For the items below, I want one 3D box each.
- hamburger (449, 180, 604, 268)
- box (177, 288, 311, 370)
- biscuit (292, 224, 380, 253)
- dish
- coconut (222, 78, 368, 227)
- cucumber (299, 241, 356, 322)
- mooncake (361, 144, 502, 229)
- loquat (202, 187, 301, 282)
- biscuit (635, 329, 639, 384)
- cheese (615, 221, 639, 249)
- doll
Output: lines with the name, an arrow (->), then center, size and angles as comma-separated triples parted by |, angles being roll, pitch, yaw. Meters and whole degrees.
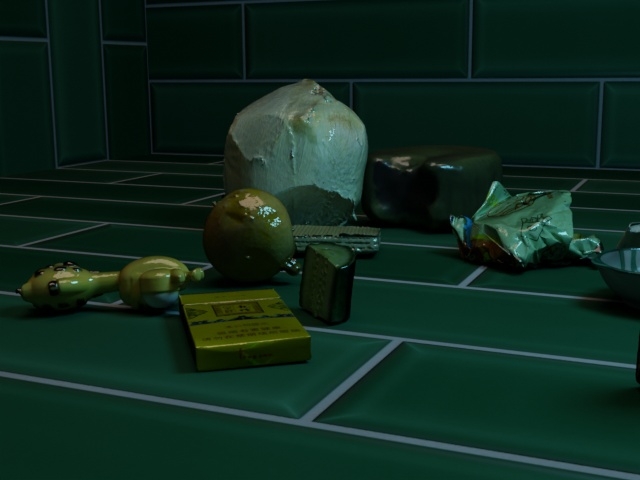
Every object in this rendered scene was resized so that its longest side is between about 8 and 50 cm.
hamburger -> 0.418, -0.034, 1.780 | 0.276, 0.150, 0.260 | -3, 13, -16
box -> -0.117, 0.122, 1.285 | 0.153, 0.041, 0.279 | -4, 12, -13
biscuit -> 0.000, 0.000, 1.879 | 0.252, 0.052, 0.150 | 2, 7, 4
dish -> 0.557, 0.067, 1.432 | 0.246, 0.078, 0.224 | -2, 11, -1
coconut -> -0.061, -0.202, 2.125 | 0.346, 0.360, 0.346 | 0, 9, 0
cucumber -> 0.018, 0.068, 1.387 | 0.062, 0.115, 0.116 | -6, 20, -27
mooncake -> 0.276, -0.131, 2.206 | 0.351, 0.187, 0.351 | -4, 12, 1
loquat -> -0.119, -0.003, 1.608 | 0.204, 0.172, 0.149 | 32, 15, 4
biscuit -> 0.436, 0.058, 1.032 | 0.106, 0.252, 0.070 | 3, 8, -4
cheese -> 0.785, -0.007, 1.818 | 0.400, 0.085, 0.034 | -2, 39, -16
doll -> -0.333, 0.072, 1.432 | 0.291, 0.086, 0.117 | -4, 4, -3
